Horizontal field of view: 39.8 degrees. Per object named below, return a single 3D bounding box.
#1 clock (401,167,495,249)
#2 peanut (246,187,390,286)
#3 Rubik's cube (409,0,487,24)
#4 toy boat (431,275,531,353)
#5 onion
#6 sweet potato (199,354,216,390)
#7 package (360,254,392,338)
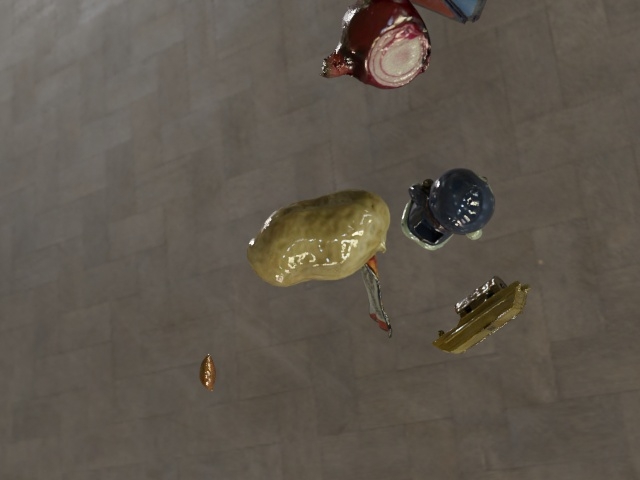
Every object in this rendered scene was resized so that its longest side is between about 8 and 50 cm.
[{"bbox_3d":[0.306,-0.072,2.076,0.147,0.199,0.243,-55,9,-32],"label":"clock"},{"bbox_3d":[0.000,0.000,1.312,0.224,0.129,0.129,-17,65,-7],"label":"peanut"},{"bbox_3d":[0.205,-0.607,1.528,0.306,0.305,0.310,23,79,4],"label":"Rubik's cube"},{"bbox_3d":[0.315,0.146,1.762,0.226,0.068,0.088,-39,59,22],"label":"toy boat"},{"bbox_3d":[0.082,-0.342,1.521,0.198,0.173,0.135,-18,43,-3],"label":"onion"},{"bbox_3d":[-0.226,0.264,1.776,0.034,0.034,0.095,30,129,37],"label":"sweet potato"},{"bbox_3d":[0.087,0.051,1.595,0.040,0.166,0.232,-18,103,-5],"label":"package"}]
